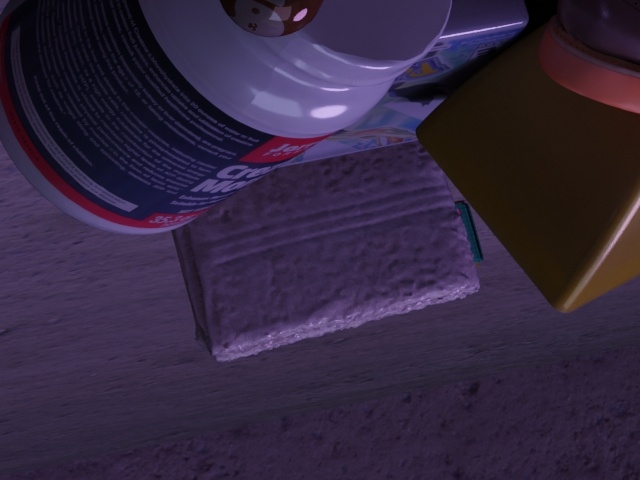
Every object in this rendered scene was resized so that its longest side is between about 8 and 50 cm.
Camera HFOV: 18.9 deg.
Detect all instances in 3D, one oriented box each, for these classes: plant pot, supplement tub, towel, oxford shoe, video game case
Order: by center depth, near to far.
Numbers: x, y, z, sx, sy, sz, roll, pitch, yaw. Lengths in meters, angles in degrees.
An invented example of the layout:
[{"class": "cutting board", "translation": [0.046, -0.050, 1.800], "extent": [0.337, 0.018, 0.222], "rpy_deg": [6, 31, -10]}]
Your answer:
[{"class": "supplement tub", "translation": [-0.068, -0.130, 1.194], "extent": [0.191, 0.191, 0.272], "rpy_deg": [-4, 164, -41]}, {"class": "oxford shoe", "translation": [0.355, -0.150, 1.446], "extent": [0.363, 0.130, 0.133], "rpy_deg": [9, 119, -11]}, {"class": "plant pot", "translation": [0.251, -0.100, 1.643], "extent": [0.212, 0.212, 0.187], "rpy_deg": [-23, 159, -40]}, {"class": "video game case", "translation": [-0.014, -0.120, 1.665], "extent": [0.329, 0.036, 0.300], "rpy_deg": [-12, 168, -14]}, {"class": "towel", "translation": [0.000, 0.000, 1.864], "extent": [0.282, 0.187, 0.049], "rpy_deg": [-13, 164, -4]}]

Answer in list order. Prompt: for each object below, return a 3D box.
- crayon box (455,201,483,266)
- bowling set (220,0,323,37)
[{"class": "crayon box", "translation": [0.038, 0.038, 2.321], "extent": [0.278, 0.081, 0.165], "rpy_deg": [-11, 167, -17]}, {"class": "bowling set", "translation": [-0.074, -0.197, 0.905], "extent": [0.154, 0.200, 0.287], "rpy_deg": [-6, 161, -32]}]
